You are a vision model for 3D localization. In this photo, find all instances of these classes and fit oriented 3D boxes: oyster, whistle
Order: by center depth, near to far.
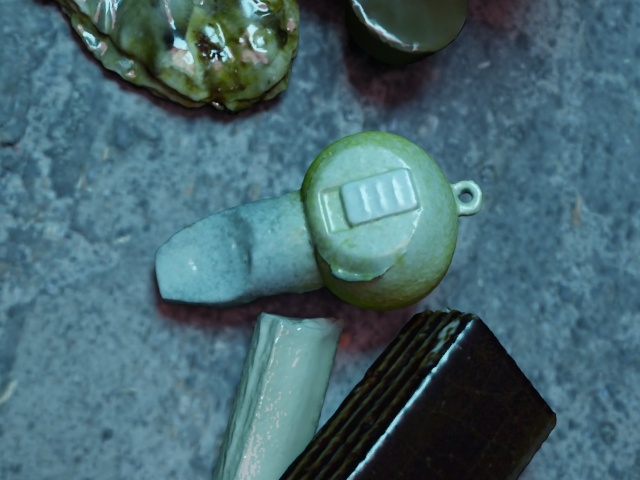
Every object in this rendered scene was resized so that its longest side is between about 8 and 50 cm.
[{"bbox_3d":[0.000,0.000,0.662,0.223,0.123,0.123,-16,83,7],"label":"whistle"},{"bbox_3d":[-0.163,-0.207,0.677,0.345,0.078,0.129,34,84,-6],"label":"oyster"}]

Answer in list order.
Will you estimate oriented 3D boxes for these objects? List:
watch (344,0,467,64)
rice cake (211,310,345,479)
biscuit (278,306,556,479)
[{"bbox_3d":[0.052,-0.330,0.599,0.335,0.327,0.314,27,72,-4],"label":"watch"},{"bbox_3d":[-0.044,0.165,0.637,0.057,0.052,0.256,18,77,-11],"label":"rice cake"},{"bbox_3d":[0.040,0.164,0.616,0.106,0.070,0.252,50,65,-18],"label":"biscuit"}]
